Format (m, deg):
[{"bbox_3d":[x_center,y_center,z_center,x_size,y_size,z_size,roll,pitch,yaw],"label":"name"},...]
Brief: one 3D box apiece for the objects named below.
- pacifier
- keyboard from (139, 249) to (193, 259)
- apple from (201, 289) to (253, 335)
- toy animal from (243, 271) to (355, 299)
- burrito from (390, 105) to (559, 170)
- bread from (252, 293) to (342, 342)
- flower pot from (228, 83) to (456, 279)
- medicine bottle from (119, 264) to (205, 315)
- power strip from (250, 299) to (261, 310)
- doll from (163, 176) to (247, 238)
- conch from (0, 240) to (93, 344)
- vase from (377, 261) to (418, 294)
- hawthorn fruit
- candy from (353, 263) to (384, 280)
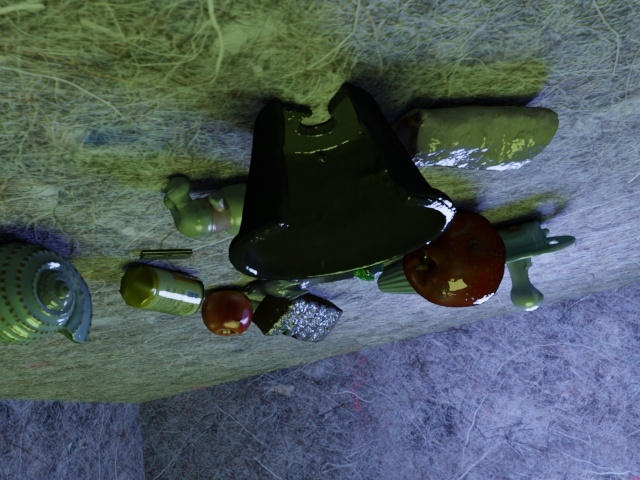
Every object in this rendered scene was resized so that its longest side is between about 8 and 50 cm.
[{"bbox_3d":[0.606,0.082,1.914,0.344,0.269,0.288,-12,-174,13],"label":"pacifier"},{"bbox_3d":[-0.391,0.037,1.594,0.129,0.015,0.049,-2,164,-26],"label":"keyboard"},{"bbox_3d":[-0.295,0.232,1.996,0.164,0.139,0.163,-1,166,0],"label":"apple"},{"bbox_3d":[-0.079,0.129,1.903,0.367,0.081,0.206,-11,-177,7],"label":"toy animal"},{"bbox_3d":[0.285,-0.193,1.183,0.299,0.105,0.143,-3,155,-18],"label":"burrito"},{"bbox_3d":[-0.068,0.264,2.187,0.165,0.113,0.417,-52,152,7],"label":"bread"},{"bbox_3d":[0.015,-0.097,1.076,0.380,0.251,0.379,-13,161,-4],"label":"flower pot"},{"bbox_3d":[-0.430,0.135,1.696,0.124,0.124,0.239,-20,158,23],"label":"medicine bottle"},{"bbox_3d":[-0.240,0.228,2.207,0.051,0.019,0.136,-17,160,22],"label":"power strip"},{"bbox_3d":[-0.188,-0.056,1.288,0.275,0.113,0.155,2,154,-32],"label":"doll"},{"bbox_3d":[-0.646,0.114,1.384,0.319,0.215,0.303,15,169,31],"label":"conch"},{"bbox_3d":[0.294,0.121,2.052,0.128,0.128,0.248,8,162,-44],"label":"vase"},{"bbox_3d":[0.352,0.054,1.682,0.300,0.275,0.275,-6,162,-38],"label":"hawthorn fruit"},{"bbox_3d":[0.046,0.055,1.821,0.324,0.097,0.097,13,151,-32],"label":"candy"}]
